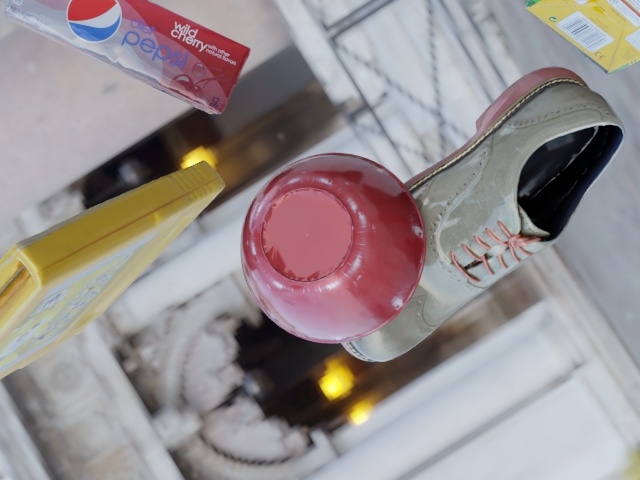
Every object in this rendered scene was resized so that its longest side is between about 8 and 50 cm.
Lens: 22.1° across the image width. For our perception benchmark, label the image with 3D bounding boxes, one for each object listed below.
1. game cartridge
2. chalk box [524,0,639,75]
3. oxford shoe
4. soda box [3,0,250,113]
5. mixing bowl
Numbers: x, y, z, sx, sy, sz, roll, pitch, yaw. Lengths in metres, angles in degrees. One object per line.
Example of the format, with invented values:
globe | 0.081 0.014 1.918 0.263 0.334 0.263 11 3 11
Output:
game cartridge | -0.267 0.054 1.665 0.052 0.285 0.324 51 -146 7
chalk box | 0.312 -0.302 1.649 0.132 0.132 0.213 34 -125 -25
oxford shoe | 0.147 -0.013 1.549 0.123 0.348 0.130 35 -172 -28
soda box | -0.215 -0.230 1.814 0.263 0.083 0.092 24 179 -11
mixing bowl | 0.000 0.000 1.496 0.181 0.181 0.098 58 -172 14
